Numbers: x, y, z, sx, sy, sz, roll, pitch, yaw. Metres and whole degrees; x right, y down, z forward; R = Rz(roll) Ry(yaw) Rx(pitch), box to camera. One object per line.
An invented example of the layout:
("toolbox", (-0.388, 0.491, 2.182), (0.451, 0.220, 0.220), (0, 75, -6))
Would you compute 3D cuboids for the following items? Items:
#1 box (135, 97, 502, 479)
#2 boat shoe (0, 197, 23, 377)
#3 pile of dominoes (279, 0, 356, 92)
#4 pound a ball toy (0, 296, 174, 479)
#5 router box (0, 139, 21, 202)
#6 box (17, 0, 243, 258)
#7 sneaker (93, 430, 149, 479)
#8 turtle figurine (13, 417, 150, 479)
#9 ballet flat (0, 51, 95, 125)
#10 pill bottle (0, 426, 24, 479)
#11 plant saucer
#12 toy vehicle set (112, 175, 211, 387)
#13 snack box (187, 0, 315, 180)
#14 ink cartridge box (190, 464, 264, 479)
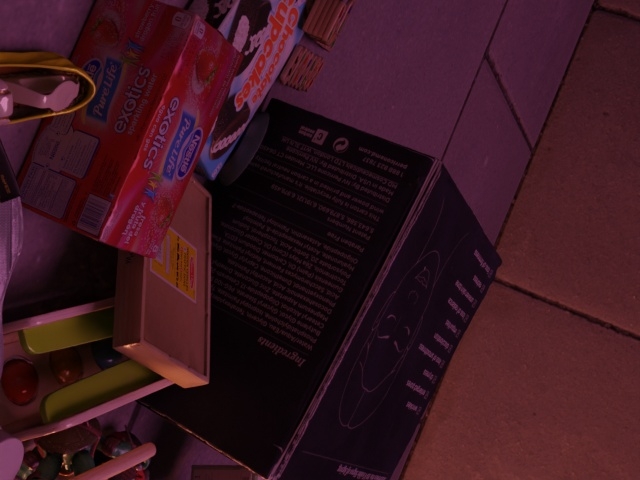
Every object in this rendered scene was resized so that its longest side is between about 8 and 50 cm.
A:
("box", (0.015, 0.117, 1.465), (0.472, 0.297, 0.480), (-63, 154, -7))
("boat shoe", (-0.350, 0.039, 0.920), (0.083, 0.075, 0.226), (11, 87, -57))
("pile of dominoes", (0.017, -0.306, 1.408), (0.196, 0.040, 0.251), (-64, 174, 8))
("pound a ball toy", (-0.277, 0.180, 1.096), (0.319, 0.135, 0.208), (-15, 89, -64))
("router box", (-0.338, -0.088, 0.777), (0.133, 0.046, 0.179), (-23, 141, -16))
("box", (-0.206, -0.125, 1.025), (0.257, 0.128, 0.122), (-67, 158, -3))
("sneaker", (-0.318, 0.361, 1.255), (0.135, 0.097, 0.276), (43, 43, -29))
("turtle figurine", (-0.309, 0.272, 1.168), (0.234, 0.175, 0.118), (-112, -173, -72))
("ballet flat", (-0.295, -0.136, 0.870), (0.231, 0.077, 0.077), (-27, 136, -59))
("pill bottle", (-0.367, 0.197, 0.939), (0.078, 0.137, 0.078), (-49, 152, -39))
("plant saucer", (-0.113, -0.132, 1.314), (0.119, 0.021, 0.119), (-46, -155, 29))
("toy vehicle set", (-0.185, 0.027, 1.144), (0.166, 0.035, 0.267), (49, 34, -57))
("snack box", (-0.106, -0.259, 1.227), (0.322, 0.060, 0.187), (-61, 159, -18))
("ink cartridge box", (-0.158, 0.390, 1.508), (0.171, 0.235, 0.056), (31, 59, -56))
